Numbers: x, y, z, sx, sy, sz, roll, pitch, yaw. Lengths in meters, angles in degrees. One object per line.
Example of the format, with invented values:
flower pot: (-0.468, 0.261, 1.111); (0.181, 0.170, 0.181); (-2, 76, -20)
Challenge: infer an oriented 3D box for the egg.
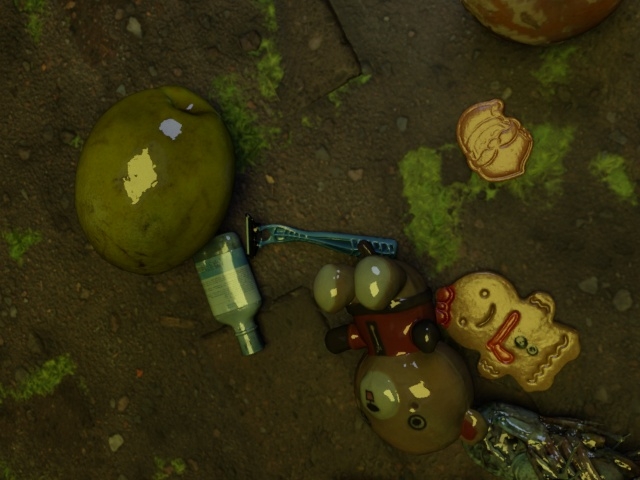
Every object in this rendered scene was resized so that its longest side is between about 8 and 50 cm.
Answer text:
egg: (0.306, -0.361, 0.963); (0.233, 0.195, 0.194); (1, 96, 20)

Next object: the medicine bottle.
medicine bottle: (-0.149, 0.093, 1.211); (0.090, 0.054, 0.208); (-20, 92, 16)

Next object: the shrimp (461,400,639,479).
shrimp: (0.380, 0.332, 1.022); (0.372, 0.172, 0.137); (9, 93, 22)

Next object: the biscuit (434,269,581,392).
biscuit: (0.282, 0.132, 1.100); (0.225, 0.036, 0.166); (40, 106, 9)

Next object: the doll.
doll: (0.117, 0.164, 1.078); (0.235, 0.174, 0.329); (-10, 102, 43)

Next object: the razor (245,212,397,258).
razor: (0.000, 0.000, 1.164); (0.253, 0.042, 0.081); (6, 118, 14)

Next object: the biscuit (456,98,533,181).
biscuit: (0.264, -0.150, 1.083); (0.102, 0.019, 0.130); (-33, 87, 18)

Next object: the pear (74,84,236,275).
pear: (-0.265, -0.090, 1.131); (0.253, 0.253, 0.307); (42, 115, 8)
